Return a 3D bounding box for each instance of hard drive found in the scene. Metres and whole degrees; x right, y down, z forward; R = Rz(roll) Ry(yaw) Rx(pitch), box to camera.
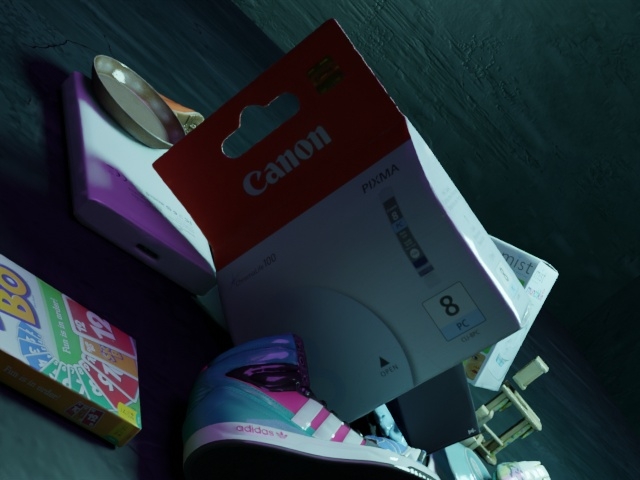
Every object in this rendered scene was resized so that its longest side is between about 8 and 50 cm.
[{"bbox_3d":[-0.238,-0.079,1.174,0.203,0.040,0.307,38,18,-37],"label":"hard drive"}]

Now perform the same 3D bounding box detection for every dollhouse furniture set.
[{"bbox_3d":[0.327,0.301,1.551,0.101,0.182,0.161,51,14,10],"label":"dollhouse furniture set"}]

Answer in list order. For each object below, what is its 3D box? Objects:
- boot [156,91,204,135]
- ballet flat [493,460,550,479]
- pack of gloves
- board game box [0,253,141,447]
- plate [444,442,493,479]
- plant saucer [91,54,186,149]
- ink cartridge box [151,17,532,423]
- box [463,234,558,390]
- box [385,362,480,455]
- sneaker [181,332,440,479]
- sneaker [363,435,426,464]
[{"bbox_3d":[-0.247,-0.207,1.451,0.084,0.059,0.158,47,15,16],"label":"boot"},{"bbox_3d":[0.321,0.384,1.430,0.221,0.079,0.077,53,14,-62],"label":"ballet flat"},{"bbox_3d":[0.162,0.290,1.377,0.195,0.046,0.232,46,15,-5],"label":"pack of gloves"},{"bbox_3d":[-0.258,0.066,0.757,0.259,0.039,0.124,37,18,-30],"label":"board game box"},{"bbox_3d":[0.244,0.376,1.382,0.188,0.024,0.188,54,12,-17],"label":"plate"},{"bbox_3d":[-0.254,-0.183,1.254,0.168,0.029,0.168,45,14,-15],"label":"plant saucer"},{"bbox_3d":[0.000,0.000,1.020,0.385,0.308,0.091,55,27,-2],"label":"ink cartridge box"},{"bbox_3d":[0.226,0.089,1.545,0.262,0.231,0.127,29,3,30],"label":"box"},{"bbox_3d":[0.111,0.129,1.216,0.184,0.103,0.261,-127,-164,-59],"label":"box"},{"bbox_3d":[-0.012,0.189,0.933,0.296,0.124,0.178,24,30,-29],"label":"sneaker"},{"bbox_3d":[0.060,0.289,1.059,0.081,0.080,0.211,25,13,12],"label":"sneaker"}]
